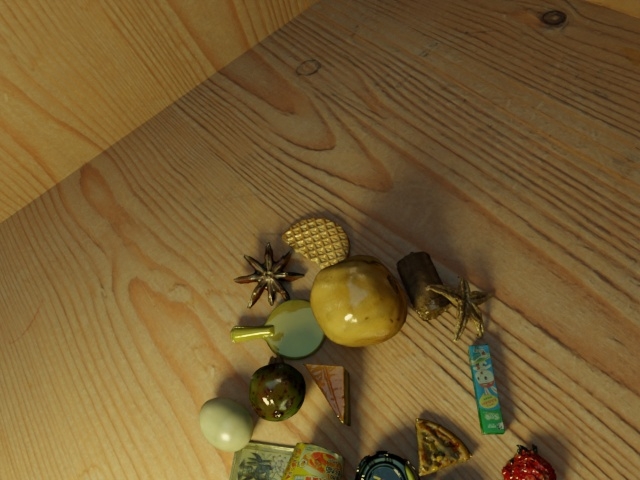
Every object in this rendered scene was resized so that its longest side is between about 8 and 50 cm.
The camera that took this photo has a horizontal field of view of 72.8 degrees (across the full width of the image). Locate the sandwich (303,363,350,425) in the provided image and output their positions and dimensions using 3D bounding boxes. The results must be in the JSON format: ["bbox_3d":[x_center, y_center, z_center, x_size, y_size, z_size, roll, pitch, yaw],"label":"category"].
[{"bbox_3d":[0.021,0.507,1.427,0.145,0.117,0.187,-7,61,14],"label":"sandwich"}]

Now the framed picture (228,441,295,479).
[{"bbox_3d":[-0.182,0.748,1.398,0.232,0.010,0.172,-1,60,15],"label":"framed picture"}]

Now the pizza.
[{"bbox_3d":[0.332,0.615,1.288,0.176,0.036,0.185,-24,45,-34],"label":"pizza"}]

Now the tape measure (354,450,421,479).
[{"bbox_3d":[0.198,0.716,1.260,0.199,0.112,0.186,11,71,15],"label":"tape measure"}]

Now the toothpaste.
[{"bbox_3d":[0.516,0.462,1.359,0.065,0.050,0.266,-5,60,9],"label":"toothpaste"}]

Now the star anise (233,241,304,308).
[{"bbox_3d":[-0.202,0.148,1.716,0.289,0.088,0.287,-2,70,5],"label":"star anise"}]

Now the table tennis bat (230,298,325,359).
[{"bbox_3d":[-0.156,0.337,1.615,0.370,0.054,0.223,-8,65,7],"label":"table tennis bat"}]

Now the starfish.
[{"bbox_3d":[0.472,0.222,1.437,0.296,0.048,0.231,13,66,-28],"label":"starfish"}]

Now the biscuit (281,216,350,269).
[{"bbox_3d":[0.000,0.000,1.776,0.309,0.040,0.204,35,74,29],"label":"biscuit"}]

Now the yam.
[{"bbox_3d":[0.368,0.163,1.532,0.129,0.128,0.238,-44,46,28],"label":"yam"}]

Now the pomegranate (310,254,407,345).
[{"bbox_3d":[0.122,0.210,1.459,0.333,0.332,0.332,-7,59,11],"label":"pomegranate"}]

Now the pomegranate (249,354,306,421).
[{"bbox_3d":[-0.144,0.483,1.448,0.202,0.202,0.247,-22,31,2],"label":"pomegranate"}]

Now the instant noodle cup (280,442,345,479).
[{"bbox_3d":[-0.019,0.703,1.286,0.205,0.204,0.152,9,53,20],"label":"instant noodle cup"}]

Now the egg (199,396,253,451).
[{"bbox_3d":[-0.315,0.603,1.438,0.209,0.151,0.151,27,70,32],"label":"egg"}]

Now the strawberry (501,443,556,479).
[{"bbox_3d":[0.580,0.668,1.202,0.141,0.085,0.192,32,74,26],"label":"strawberry"}]
